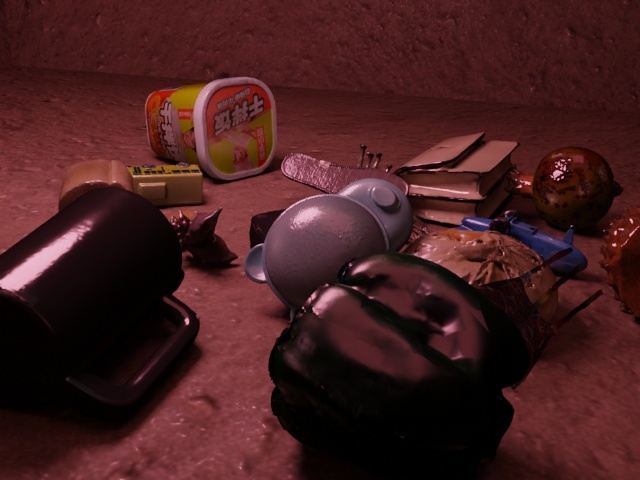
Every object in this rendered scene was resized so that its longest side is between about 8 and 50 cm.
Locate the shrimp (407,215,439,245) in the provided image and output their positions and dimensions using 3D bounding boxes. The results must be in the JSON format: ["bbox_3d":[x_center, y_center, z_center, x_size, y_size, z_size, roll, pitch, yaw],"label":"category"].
[{"bbox_3d":[0.145,-0.023,1.365,0.169,0.058,0.296,-13,23,-21],"label":"shrimp"}]

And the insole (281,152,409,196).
[{"bbox_3d":[0.054,-0.143,1.477,0.309,0.012,0.110,19,70,15],"label":"insole"}]

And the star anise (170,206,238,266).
[{"bbox_3d":[-0.287,0.026,1.136,0.218,0.148,0.227,37,57,-1],"label":"star anise"}]

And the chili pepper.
[{"bbox_3d":[0.090,0.150,0.728,0.257,0.233,0.248,25,46,28],"label":"chili pepper"}]

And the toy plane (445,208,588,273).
[{"bbox_3d":[0.400,0.000,1.282,0.271,0.105,0.254,12,21,29],"label":"toy plane"}]

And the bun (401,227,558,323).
[{"bbox_3d":[0.259,0.055,1.064,0.287,0.146,0.287,7,23,-3],"label":"bun"}]

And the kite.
[{"bbox_3d":[0.327,0.099,0.961,0.285,0.152,0.015,-25,-6,-32],"label":"kite"}]

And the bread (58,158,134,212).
[{"bbox_3d":[-0.464,-0.090,1.326,0.148,0.134,0.141,-14,30,-10],"label":"bread"}]

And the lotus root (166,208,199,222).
[{"bbox_3d":[-0.282,-0.029,1.296,0.073,0.062,0.150,8,24,11],"label":"lotus root"}]

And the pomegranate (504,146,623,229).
[{"bbox_3d":[0.571,-0.135,1.501,0.198,0.198,0.246,-12,28,-32],"label":"pomegranate"}]

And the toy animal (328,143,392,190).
[{"bbox_3d":[0.100,-0.140,1.570,0.073,0.176,0.217,27,5,19],"label":"toy animal"}]

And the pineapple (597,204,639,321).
[{"bbox_3d":[0.608,0.026,1.140,0.223,0.223,0.357,11,10,17],"label":"pineapple"}]

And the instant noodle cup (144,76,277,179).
[{"bbox_3d":[-0.319,-0.322,1.773,0.308,0.294,0.294,15,24,41],"label":"instant noodle cup"}]

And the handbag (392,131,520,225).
[{"bbox_3d":[0.343,-0.163,1.592,0.237,0.160,0.358,7,22,28],"label":"handbag"}]

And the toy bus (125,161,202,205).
[{"bbox_3d":[-0.369,-0.131,1.497,0.175,0.088,0.101,-4,25,-21],"label":"toy bus"}]

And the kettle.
[{"bbox_3d":[-0.332,0.096,0.888,0.203,0.262,0.308,-27,16,23],"label":"kettle"}]

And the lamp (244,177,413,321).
[{"bbox_3d":[0.030,0.009,1.046,0.284,0.147,0.209,-34,68,-25],"label":"lamp"}]

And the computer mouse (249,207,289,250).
[{"bbox_3d":[0.000,0.000,1.217,0.269,0.100,0.170,-10,27,-18],"label":"computer mouse"}]
